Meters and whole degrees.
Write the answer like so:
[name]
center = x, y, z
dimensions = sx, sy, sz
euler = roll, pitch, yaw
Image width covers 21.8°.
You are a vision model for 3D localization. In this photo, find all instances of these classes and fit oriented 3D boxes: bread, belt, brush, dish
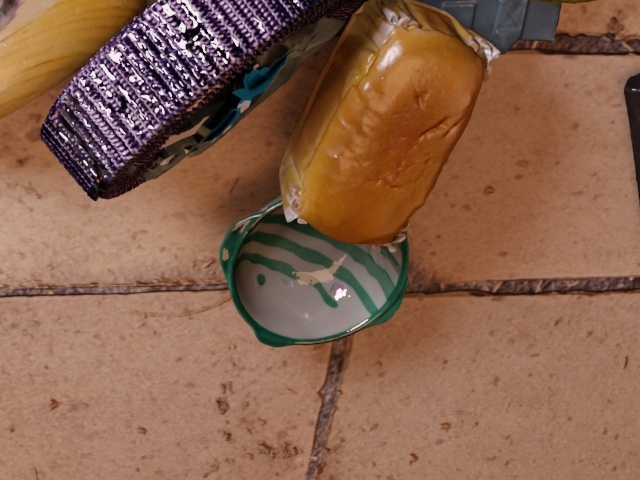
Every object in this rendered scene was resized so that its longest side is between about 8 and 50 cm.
[bread]
center = 0.061, -0.111, 1.614
dimensions = 0.136, 0.107, 0.241
euler = 16, 118, -25
[belt]
center = -0.105, -0.168, 1.518
dimensions = 0.325, 0.260, 0.122
euler = -40, 87, 1
[brush]
center = -0.297, -0.216, 1.472
dimensions = 0.266, 0.174, 0.166
euler = -25, 121, -3
[dish]
center = 0.000, 0.000, 1.780
dimensions = 0.224, 0.078, 0.246
euler = 24, 114, -26

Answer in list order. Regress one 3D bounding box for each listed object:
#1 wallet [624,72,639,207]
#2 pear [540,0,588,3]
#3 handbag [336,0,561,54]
[wallet]
center = 0.440, -0.080, 1.880
dimensions = 0.170, 0.044, 0.321
euler = -21, 131, -3
[pear]
center = 0.198, -0.375, 1.366
dimensions = 0.391, 0.391, 0.391
euler = -9, 129, -11
[handbag]
center = 0.130, -0.260, 1.636
dimensions = 0.229, 0.062, 0.179
euler = -6, 131, -13
